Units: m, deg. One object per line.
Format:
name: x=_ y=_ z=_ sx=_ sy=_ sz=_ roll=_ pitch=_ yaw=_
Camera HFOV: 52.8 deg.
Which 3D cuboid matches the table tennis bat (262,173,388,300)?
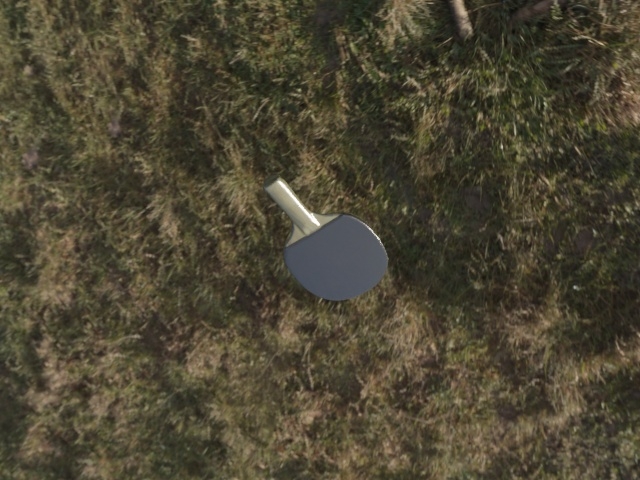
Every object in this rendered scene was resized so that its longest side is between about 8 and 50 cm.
table tennis bat: x=0.000 y=0.000 z=0.910 sx=0.138 sy=0.022 sz=0.246 roll=-31 pitch=124 yaw=15
